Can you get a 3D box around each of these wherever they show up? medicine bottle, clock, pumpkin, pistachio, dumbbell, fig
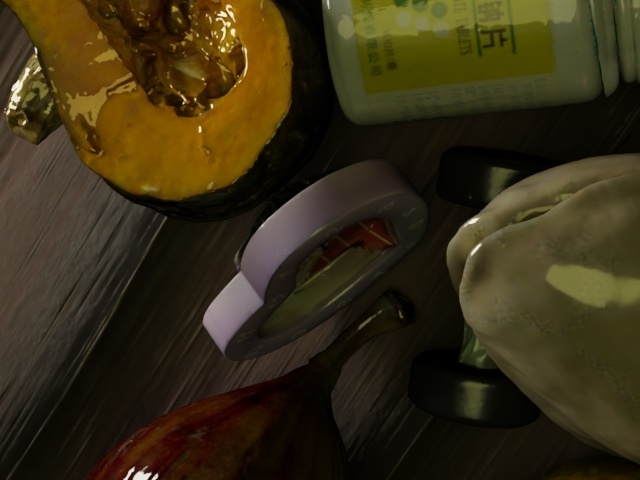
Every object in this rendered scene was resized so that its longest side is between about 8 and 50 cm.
[{"bbox_3d":[0.137,-0.160,1.140,0.258,0.143,0.143,-5,97,9],"label":"medicine bottle"},{"bbox_3d":[0.000,0.000,1.182,0.064,0.172,0.198,54,142,17],"label":"clock"},{"bbox_3d":[-0.135,-0.154,1.175,0.222,0.139,0.317,-34,85,14],"label":"pumpkin"},{"bbox_3d":[0.228,0.051,1.096,0.332,0.208,0.226,27,126,-32],"label":"pistachio"},{"bbox_3d":[0.123,0.032,1.190,0.100,0.100,0.191,9,99,8],"label":"dumbbell"},{"bbox_3d":[-0.033,0.167,1.220,0.217,0.217,0.321,38,73,3],"label":"fig"}]

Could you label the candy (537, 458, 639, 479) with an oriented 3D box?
[{"bbox_3d":[0.223,0.285,1.201,0.260,0.118,0.260,2,98,12],"label":"candy"}]
